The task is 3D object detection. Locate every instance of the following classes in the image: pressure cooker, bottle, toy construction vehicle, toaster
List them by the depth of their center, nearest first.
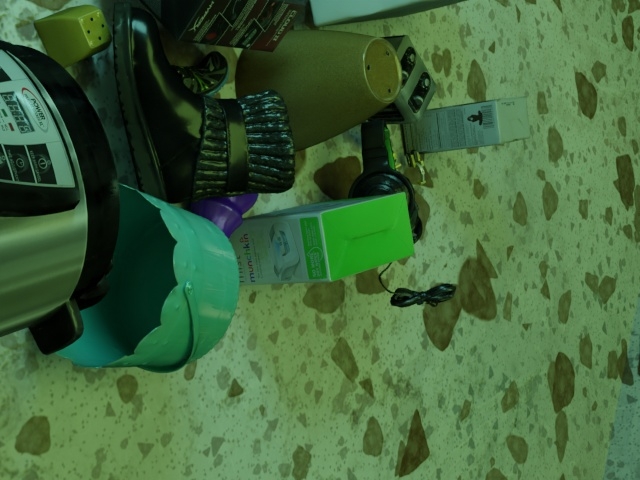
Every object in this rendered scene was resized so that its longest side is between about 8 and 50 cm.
[{"bbox_3d":[-0.448,-0.056,1.169,0.420,0.376,0.369,-20,126,-50],"label":"pressure cooker"},{"bbox_3d":[-0.159,-0.106,1.725,0.118,0.092,0.282,40,57,-41],"label":"bottle"},{"bbox_3d":[0.120,-0.330,2.032,0.168,0.186,0.110,52,52,-44],"label":"toaster"},{"bbox_3d":[0.188,-0.158,2.175,0.086,0.035,0.098,-24,109,-28],"label":"toy construction vehicle"}]

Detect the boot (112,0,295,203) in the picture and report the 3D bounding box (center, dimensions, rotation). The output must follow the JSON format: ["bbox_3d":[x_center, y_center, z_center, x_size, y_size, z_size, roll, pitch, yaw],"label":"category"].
[{"bbox_3d":[-0.186,-0.222,1.579,0.260,0.131,0.347,-13,111,-11],"label":"boot"}]

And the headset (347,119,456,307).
[{"bbox_3d":[0.159,-0.056,1.982,0.243,0.185,0.394,61,23,-67],"label":"headset"}]

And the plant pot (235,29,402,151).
[{"bbox_3d":[0.014,-0.293,1.828,0.237,0.254,0.237,8,79,-49],"label":"plant pot"}]

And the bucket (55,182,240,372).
[{"bbox_3d":[-0.266,0.062,1.447,0.183,0.281,0.281,19,71,-56],"label":"bucket"}]

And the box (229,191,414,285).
[{"bbox_3d":[0.000,0.000,1.797,0.262,0.231,0.126,-15,99,-50],"label":"box"}]

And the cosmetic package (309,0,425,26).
[{"bbox_3d":[0.166,-0.541,1.992,0.453,0.230,0.161,-31,110,-61],"label":"cosmetic package"}]

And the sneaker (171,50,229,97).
[{"bbox_3d":[-0.221,-0.273,1.686,0.188,0.067,0.078,-49,129,-37],"label":"sneaker"}]

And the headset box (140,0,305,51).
[{"bbox_3d":[-0.178,-0.421,1.614,0.218,0.110,0.293,47,26,17],"label":"headset box"}]

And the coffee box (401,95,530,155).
[{"bbox_3d":[0.319,-0.253,2.193,0.141,0.247,0.098,-14,98,-49],"label":"coffee box"}]

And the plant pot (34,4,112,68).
[{"bbox_3d":[-0.366,-0.314,1.504,0.081,0.083,0.081,-40,115,-45],"label":"plant pot"}]
